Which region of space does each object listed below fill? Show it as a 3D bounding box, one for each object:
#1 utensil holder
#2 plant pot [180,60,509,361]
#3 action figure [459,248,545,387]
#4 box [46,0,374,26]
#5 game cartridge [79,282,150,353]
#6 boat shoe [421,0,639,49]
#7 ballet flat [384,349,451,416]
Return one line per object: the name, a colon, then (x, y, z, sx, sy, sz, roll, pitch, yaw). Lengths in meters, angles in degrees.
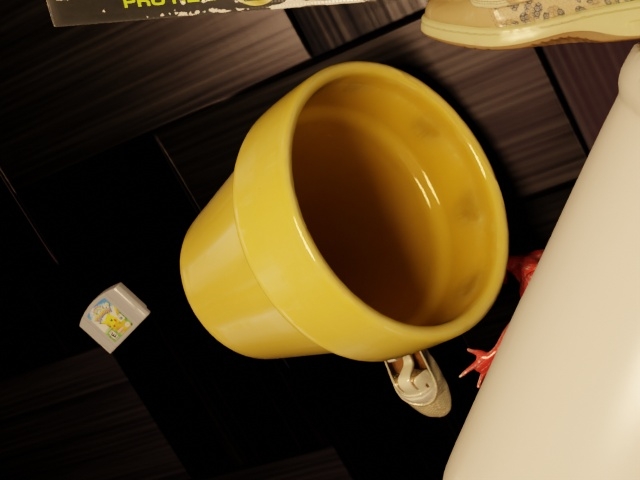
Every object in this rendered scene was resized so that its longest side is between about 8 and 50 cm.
utensil holder: (0.303, 0.088, 0.979, 0.327, 0.327, 0.386, 26, 109, 6)
plant pot: (0.000, 0.000, 1.165, 0.254, 0.254, 0.239, 51, 137, -10)
action figure: (0.248, 0.111, 1.204, 0.280, 0.091, 0.139, 35, 114, 0)
box: (-0.063, -0.245, 1.046, 0.270, 0.216, 0.060, -1, 118, 18)
game cartridge: (-0.232, 0.085, 1.427, 0.056, 0.017, 0.083, 44, 124, -2)
boat shoe: (0.198, -0.205, 1.020, 0.285, 0.104, 0.089, 4, 109, 43)
ballet flat: (0.082, 0.121, 1.301, 0.057, 0.052, 0.168, -17, 110, 28)
